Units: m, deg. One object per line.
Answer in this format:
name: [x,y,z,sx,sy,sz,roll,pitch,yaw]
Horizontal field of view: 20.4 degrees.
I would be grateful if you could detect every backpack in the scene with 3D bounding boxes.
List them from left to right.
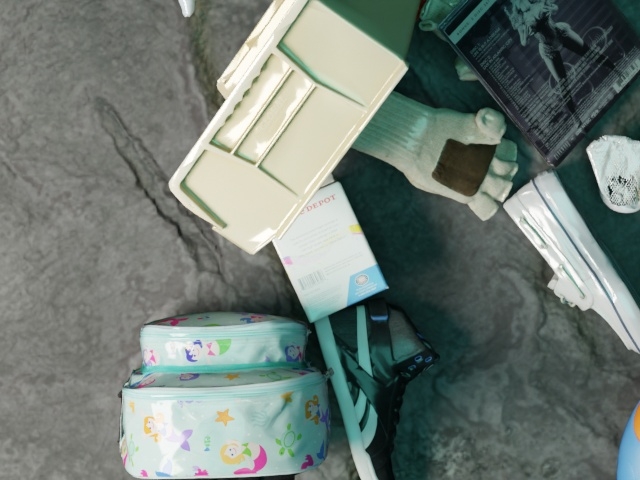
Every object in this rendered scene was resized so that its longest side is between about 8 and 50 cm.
backpack: [-0.097,0.168,1.818,0.225,0.253,0.191,-2,96,-1]

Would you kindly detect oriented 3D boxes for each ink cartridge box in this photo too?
ink cartridge box: [0.000,0.000,1.885,0.092,0.090,0.143,-24,95,1]

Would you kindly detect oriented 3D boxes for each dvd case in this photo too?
dvd case: [0.238,-0.205,1.848,0.164,0.018,0.221,-47,123,-5]

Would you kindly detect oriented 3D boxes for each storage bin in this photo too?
storage bin: [-0.020,-0.156,1.750,0.123,0.262,0.260,33,116,-9]

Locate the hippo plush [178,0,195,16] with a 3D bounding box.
hippo plush: [-0.165,-0.415,1.737,0.294,0.236,0.234,-44,64,27]

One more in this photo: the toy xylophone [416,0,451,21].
toy xylophone: [0.075,-0.386,1.851,0.322,0.081,0.236,42,94,-5]

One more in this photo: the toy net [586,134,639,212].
toy net: [0.368,-0.019,1.919,0.232,0.045,0.122,40,95,-3]

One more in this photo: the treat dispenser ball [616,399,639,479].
treat dispenser ball: [0.449,0.244,1.822,0.288,0.288,0.288,0,96,-2]

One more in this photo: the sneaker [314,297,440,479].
sneaker: [0.079,0.169,1.909,0.121,0.079,0.217,-17,95,2]

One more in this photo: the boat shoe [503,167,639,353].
boat shoe: [0.280,0.034,1.911,0.076,0.083,0.226,-33,84,14]

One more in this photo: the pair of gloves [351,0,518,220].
pair of gloves: [0.162,-0.158,1.862,0.204,0.042,0.240,29,97,-29]
